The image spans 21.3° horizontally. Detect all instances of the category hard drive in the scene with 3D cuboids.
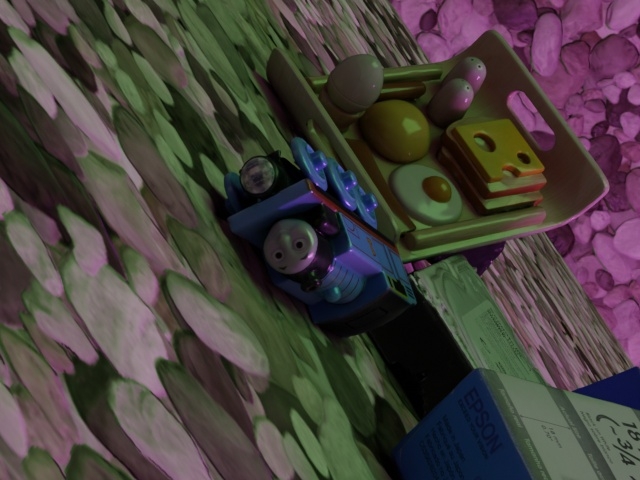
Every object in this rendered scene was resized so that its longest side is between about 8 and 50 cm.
[{"bbox_3d":[0.144,0.128,1.481,0.237,0.064,0.339,58,10,5],"label":"hard drive"}]

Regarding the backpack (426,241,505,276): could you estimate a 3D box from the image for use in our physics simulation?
[{"bbox_3d":[0.112,-0.061,1.735,0.152,0.115,0.182,42,15,-44],"label":"backpack"}]

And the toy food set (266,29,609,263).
[{"bbox_3d":[0.116,-0.106,1.605,0.306,0.092,0.220,-12,59,-41],"label":"toy food set"}]

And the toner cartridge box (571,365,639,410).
[{"bbox_3d":[0.325,0.304,1.547,0.165,0.075,0.348,-77,144,-68],"label":"toner cartridge box"}]

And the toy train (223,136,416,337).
[{"bbox_3d":[0.000,0.000,1.184,0.184,0.080,0.105,35,30,-63],"label":"toy train"}]

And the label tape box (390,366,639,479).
[{"bbox_3d":[0.234,0.234,1.167,0.333,0.106,0.241,17,35,-38],"label":"label tape box"}]
